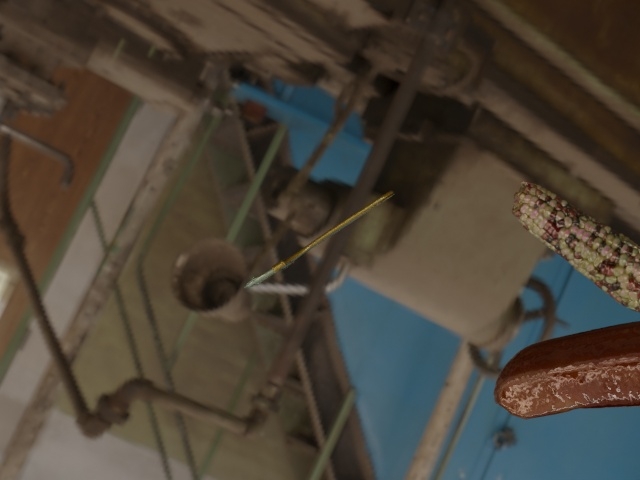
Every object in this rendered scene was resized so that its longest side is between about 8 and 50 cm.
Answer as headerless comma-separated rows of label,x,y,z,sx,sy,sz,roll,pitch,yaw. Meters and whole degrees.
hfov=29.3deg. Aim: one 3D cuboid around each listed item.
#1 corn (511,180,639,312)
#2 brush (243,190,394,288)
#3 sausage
corn,0.409,0.012,1.870,0.280,0.092,0.092,34,172,5
brush,0.000,0.000,1.516,0.010,0.218,0.082,58,-173,2
sausage,0.299,0.125,1.232,0.300,0.089,0.083,-14,116,43
